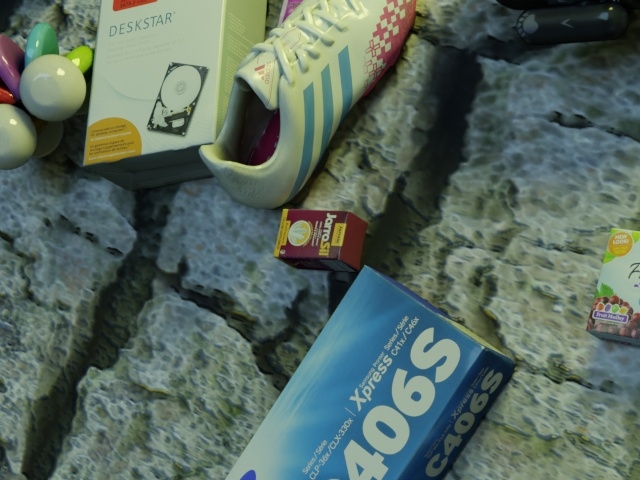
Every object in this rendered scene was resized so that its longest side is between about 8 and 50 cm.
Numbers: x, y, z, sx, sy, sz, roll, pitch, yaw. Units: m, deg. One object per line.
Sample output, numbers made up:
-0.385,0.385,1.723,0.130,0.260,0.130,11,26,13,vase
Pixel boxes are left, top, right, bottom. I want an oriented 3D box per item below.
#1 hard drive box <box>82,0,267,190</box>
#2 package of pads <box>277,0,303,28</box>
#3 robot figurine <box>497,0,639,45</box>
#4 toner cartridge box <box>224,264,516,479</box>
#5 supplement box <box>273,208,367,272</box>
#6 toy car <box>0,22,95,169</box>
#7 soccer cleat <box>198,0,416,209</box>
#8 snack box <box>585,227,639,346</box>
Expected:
-0.161,-0.187,1.742,0.181,0.089,0.232,-9,68,29,hard drive box
-0.015,-0.264,1.710,0.050,0.032,0.083,5,75,37,package of pads
0.252,-0.302,1.470,0.278,0.173,0.209,5,110,34,robot figurine
0.020,0.214,1.484,0.165,0.075,0.348,34,93,38,toner cartridge box
0.000,0.000,1.596,0.083,0.043,0.055,1,72,33,supplement box
-0.343,-0.174,1.793,0.182,0.159,0.136,-43,92,12,toy car
-0.009,-0.187,1.608,0.116,0.143,0.331,26,88,37,soccer cleat
0.316,0.048,1.377,0.141,0.037,0.100,9,76,35,snack box
